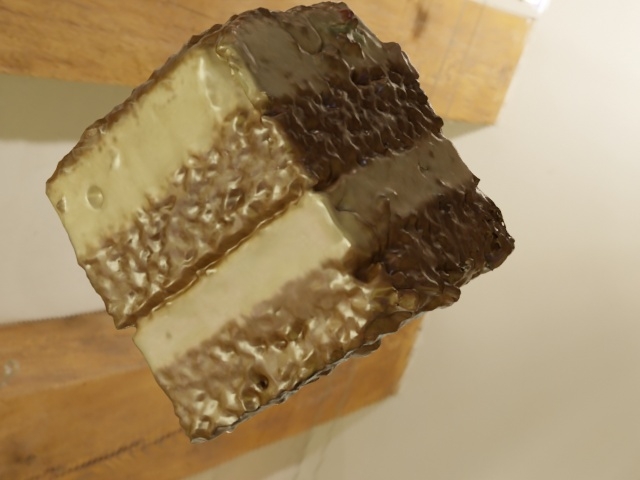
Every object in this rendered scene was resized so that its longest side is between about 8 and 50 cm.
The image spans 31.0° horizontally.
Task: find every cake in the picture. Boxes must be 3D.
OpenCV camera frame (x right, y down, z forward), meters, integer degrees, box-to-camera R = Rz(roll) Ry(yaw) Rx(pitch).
[{"bbox_3d":[-0.035,-0.021,1.001,0.282,0.290,0.256,-37,-6,32],"label":"cake"}]
